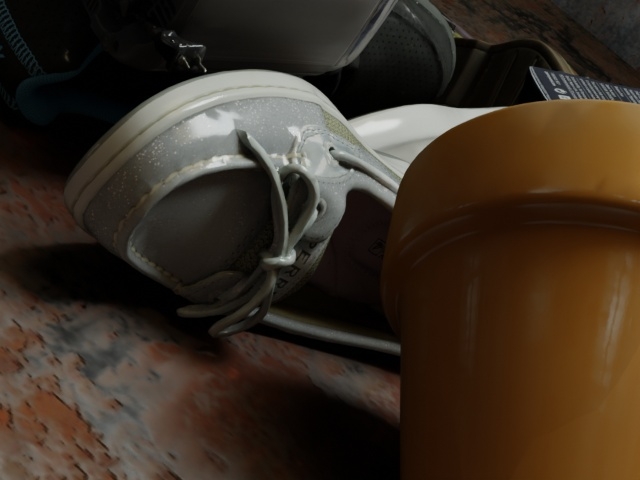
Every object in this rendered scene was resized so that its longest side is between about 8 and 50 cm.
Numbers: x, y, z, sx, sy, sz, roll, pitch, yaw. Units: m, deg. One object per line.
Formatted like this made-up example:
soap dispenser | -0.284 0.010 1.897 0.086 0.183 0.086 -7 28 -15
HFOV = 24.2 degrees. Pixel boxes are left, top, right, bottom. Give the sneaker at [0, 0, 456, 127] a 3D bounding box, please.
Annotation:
sneaker | -0.054 -0.103 0.901 0.341 0.125 0.139 4 46 -32

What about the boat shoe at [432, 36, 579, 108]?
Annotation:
boat shoe | 0.187 -0.115 1.332 0.104 0.110 0.307 29 9 -22

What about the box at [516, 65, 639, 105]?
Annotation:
box | 0.243 -0.029 1.143 0.207 0.153 0.108 10 24 -8

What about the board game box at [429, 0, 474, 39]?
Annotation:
board game box | 0.157 -0.177 1.605 0.347 0.056 0.208 43 23 14

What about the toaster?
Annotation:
toaster | -0.050 -0.172 0.774 0.146 0.129 0.227 0 48 -38

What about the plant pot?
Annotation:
plant pot | 0.117 0.073 0.667 0.205 0.205 0.188 31 54 -22

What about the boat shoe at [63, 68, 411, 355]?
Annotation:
boat shoe | -0.001 0.002 0.773 0.103 0.118 0.320 52 15 29

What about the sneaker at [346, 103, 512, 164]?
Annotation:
sneaker | 0.061 -0.019 0.962 0.290 0.106 0.123 -8 82 -46
